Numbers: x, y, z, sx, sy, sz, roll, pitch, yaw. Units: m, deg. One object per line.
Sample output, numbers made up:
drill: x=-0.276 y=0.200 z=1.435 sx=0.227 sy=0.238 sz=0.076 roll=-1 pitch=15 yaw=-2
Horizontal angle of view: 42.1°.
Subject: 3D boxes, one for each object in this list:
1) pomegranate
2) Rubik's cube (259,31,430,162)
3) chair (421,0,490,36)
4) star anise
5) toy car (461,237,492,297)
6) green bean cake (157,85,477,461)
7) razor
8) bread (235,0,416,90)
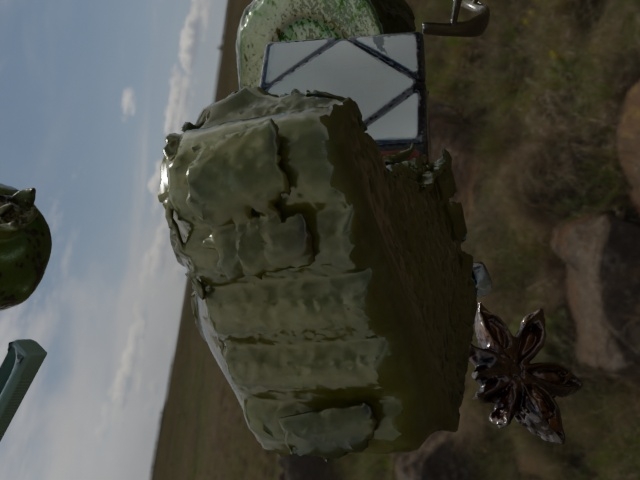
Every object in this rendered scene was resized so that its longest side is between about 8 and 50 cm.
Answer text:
pomegranate: x=-0.492 y=-0.004 z=1.217 sx=0.263 sy=0.211 sz=0.210 roll=-40 pitch=36 yaw=42
Rubik's cube: x=0.037 y=-0.118 z=1.049 sx=0.205 sy=0.208 sz=0.204 roll=75 pitch=-166 yaw=-50
chair: x=0.145 y=-0.411 z=1.080 sx=0.188 sy=0.167 sz=0.272 roll=-52 pitch=-34 yaw=-55
star anise: x=0.327 y=0.214 z=1.374 sx=0.099 sy=0.214 sz=0.219 roll=130 pitch=158 yaw=-56
toy car: x=0.162 y=0.058 z=1.162 sx=0.161 sy=0.126 sz=0.098 roll=77 pitch=175 yaw=-73
green bean cake: x=0.000 y=0.000 z=0.699 sx=0.310 sy=0.202 sz=0.284 roll=-48 pitch=-56 yaw=-62
razor: x=-0.348 y=0.218 z=0.817 sx=0.277 sy=0.111 sz=0.056 roll=-56 pitch=-28 yaw=5
bread: x=0.012 y=-0.349 z=1.585 sx=0.129 sy=0.382 sz=0.366 roll=-24 pitch=-75 yaw=-51
